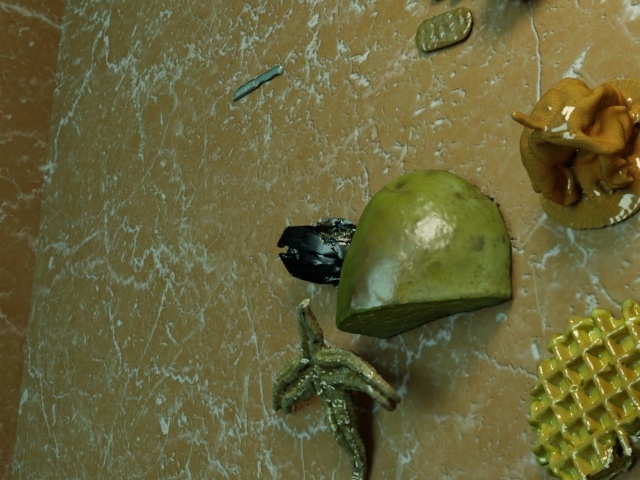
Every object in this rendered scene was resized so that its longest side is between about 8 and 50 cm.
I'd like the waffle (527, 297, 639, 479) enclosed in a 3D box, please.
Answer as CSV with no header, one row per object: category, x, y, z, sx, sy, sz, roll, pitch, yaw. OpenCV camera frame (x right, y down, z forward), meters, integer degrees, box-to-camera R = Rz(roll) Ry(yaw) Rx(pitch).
waffle,0.416,0.234,1.301,0.283,0.065,0.309,15,93,53

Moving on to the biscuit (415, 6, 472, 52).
biscuit,0.236,-0.405,1.738,0.147,0.018,0.071,-6,76,51

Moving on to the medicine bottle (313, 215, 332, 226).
medicine bottle,0.000,0.000,1.889,0.091,0.058,0.058,-54,44,28

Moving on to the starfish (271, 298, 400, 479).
starfish,0.021,0.303,1.706,0.324,0.083,0.432,49,145,28

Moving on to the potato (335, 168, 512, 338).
potato,0.144,0.002,1.588,0.330,0.213,0.280,-22,64,45

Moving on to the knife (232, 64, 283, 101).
knife,-0.158,-0.390,2.231,0.210,0.015,0.028,-19,72,48

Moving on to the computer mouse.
computer mouse,0.008,0.028,1.807,0.242,0.078,0.146,4,98,34

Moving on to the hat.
hat,0.353,-0.152,1.350,0.244,0.233,0.233,-29,57,43
